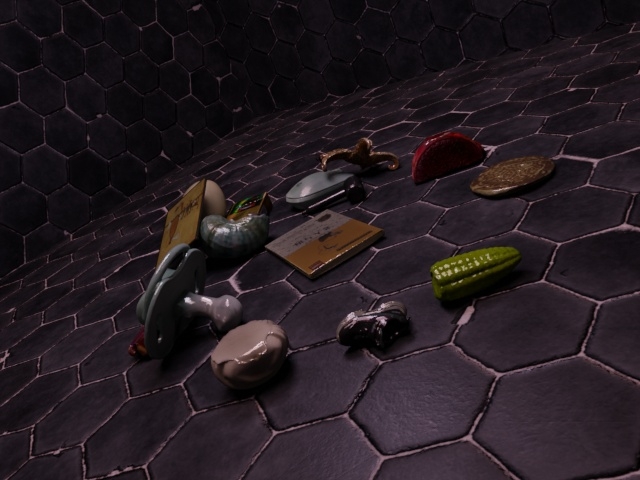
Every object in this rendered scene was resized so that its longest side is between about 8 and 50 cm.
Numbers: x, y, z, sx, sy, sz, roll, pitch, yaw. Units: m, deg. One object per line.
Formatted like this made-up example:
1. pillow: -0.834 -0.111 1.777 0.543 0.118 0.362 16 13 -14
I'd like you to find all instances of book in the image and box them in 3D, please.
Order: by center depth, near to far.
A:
1. book: 0.000 0.000 1.820 0.269 0.032 0.389 -31 23 -17

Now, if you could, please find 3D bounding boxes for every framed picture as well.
1. framed picture: -0.500 -0.056 2.070 0.255 0.014 0.338 -37 37 29

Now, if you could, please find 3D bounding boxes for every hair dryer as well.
1. hair dryer: 0.041 -0.148 2.072 0.248 0.070 0.114 -25 22 6

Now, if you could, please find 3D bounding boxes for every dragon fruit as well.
1. dragon fruit: -0.482 0.277 1.613 0.112 0.068 0.126 -44 16 28
2. dragon fruit: 0.427 -0.303 1.970 0.262 0.189 0.162 -16 54 8

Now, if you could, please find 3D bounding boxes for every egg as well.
1. egg: -0.463 -0.119 2.267 0.186 0.241 0.186 8 6 -1

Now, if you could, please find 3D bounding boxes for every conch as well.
1. conch: -0.316 -0.017 1.996 0.277 0.195 0.220 -37 -6 30

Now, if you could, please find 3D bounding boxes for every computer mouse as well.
1. computer mouse: -0.007 -0.217 2.228 0.288 0.097 0.159 -34 23 -23

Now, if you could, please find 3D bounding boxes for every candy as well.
1. candy: 0.345 0.066 1.274 0.210 0.096 0.096 -20 23 0

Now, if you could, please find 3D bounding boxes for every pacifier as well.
1. pacifier: -0.338 0.165 1.550 0.269 0.288 0.343 10 35 8

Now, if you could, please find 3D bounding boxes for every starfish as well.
1. starfish: 0.134 -0.318 2.206 0.304 0.112 0.312 -3 1 -22

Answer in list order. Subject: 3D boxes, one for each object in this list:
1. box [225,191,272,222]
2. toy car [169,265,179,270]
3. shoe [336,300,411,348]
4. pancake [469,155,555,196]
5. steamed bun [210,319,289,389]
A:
1. box: -0.286 -0.100 2.262 0.160 0.071 0.240 -21 22 12
2. toy car: -0.526 0.133 1.989 0.073 0.054 0.143 -16 23 23
3. shoe: 0.119 0.194 1.234 0.169 0.071 0.099 -21 25 -4
4. pancake: 0.566 -0.191 1.712 0.250 0.031 0.250 -19 22 8
5. steamed bun: -0.153 0.260 1.294 0.183 0.106 0.183 -22 19 8
